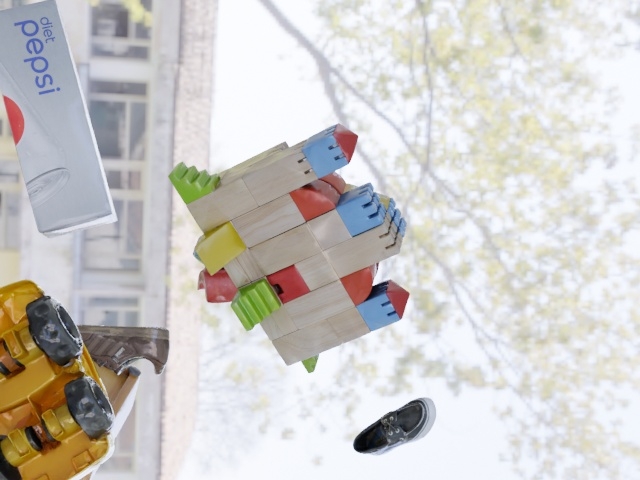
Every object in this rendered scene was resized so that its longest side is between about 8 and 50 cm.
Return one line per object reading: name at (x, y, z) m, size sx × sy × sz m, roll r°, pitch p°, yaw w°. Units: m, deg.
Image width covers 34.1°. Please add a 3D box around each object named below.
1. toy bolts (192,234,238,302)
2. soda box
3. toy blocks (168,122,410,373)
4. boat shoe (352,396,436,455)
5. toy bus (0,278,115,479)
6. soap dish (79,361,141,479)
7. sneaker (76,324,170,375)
toy bolts at (-0.117, 0.002, 1.808) m, size 0.218 × 0.228 × 0.158 m, roll -152°, pitch -122°, yaw -62°
soda box at (-0.344, -0.152, 1.329) m, size 0.091 × 0.098 × 0.286 m, roll 149°, pitch -74°, yaw -81°
toy blocks at (0.000, 0.000, 1.488) m, size 0.381 × 0.261 × 0.191 m, roll 60°, pitch 21°, yaw -17°
boat shoe at (0.095, 0.244, 1.344) m, size 0.142 × 0.040 × 0.049 m, roll -44°, pitch -126°, yaw 41°
toy bus at (-0.306, 0.178, 1.168) m, size 0.220 × 0.149 × 0.211 m, roll 60°, pitch -1°, yaw 16°
soap dish at (-0.412, 0.243, 1.638) m, size 0.118 × 0.229 × 0.291 m, roll -53°, pitch -174°, yaw 14°
sneaker at (-0.312, 0.158, 1.510) m, size 0.066 × 0.188 × 0.071 m, roll 25°, pitch 66°, yaw -79°
